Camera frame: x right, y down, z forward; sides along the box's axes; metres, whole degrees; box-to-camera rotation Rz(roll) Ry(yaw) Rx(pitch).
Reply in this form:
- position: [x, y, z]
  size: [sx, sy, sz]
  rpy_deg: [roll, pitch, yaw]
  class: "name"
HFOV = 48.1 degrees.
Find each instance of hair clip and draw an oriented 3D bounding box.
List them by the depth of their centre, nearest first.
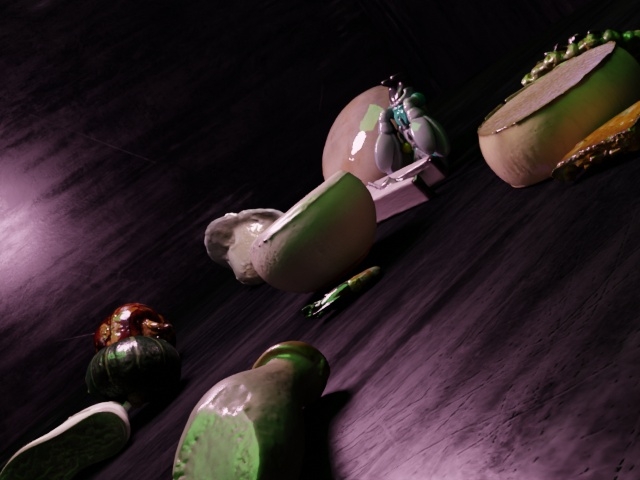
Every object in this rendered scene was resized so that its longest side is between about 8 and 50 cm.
- position: [0.159, -0.107, 1.697]
  size: [0.330, 0.085, 0.101]
  rpy_deg: [-20, 38, 53]
  class: "hair clip"

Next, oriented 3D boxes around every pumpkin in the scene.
- position: [-0.413, 0.298, 1.599]
  size: [0.211, 0.152, 0.212]
  rpy_deg: [-23, -24, -11]
  class: "pumpkin"

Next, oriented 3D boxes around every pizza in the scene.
- position: [0.398, -0.137, 0.953]
  size: [0.178, 0.041, 0.131]
  rpy_deg: [-38, 5, -6]
  class: "pizza"

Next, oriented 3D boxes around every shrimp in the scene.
- position: [0.039, 0.097, 1.275]
  size: [0.161, 0.034, 0.091]
  rpy_deg: [-32, -5, -10]
  class: "shrimp"

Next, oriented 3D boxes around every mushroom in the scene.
- position: [-0.068, 0.202, 0.767]
  size: [0.128, 0.128, 0.350]
  rpy_deg: [-35, 3, 16]
  class: "mushroom"
- position: [0.175, -0.237, 1.937]
  size: [0.362, 0.294, 0.362]
  rpy_deg: [-48, 27, 34]
  class: "mushroom"

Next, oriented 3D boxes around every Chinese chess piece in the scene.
- position: [0.382, -0.201, 1.147]
  size: [0.270, 0.112, 0.270]
  rpy_deg: [-37, 8, 6]
  class: "Chinese chess piece"

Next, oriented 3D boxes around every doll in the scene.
- position: [0.201, -0.249, 1.695]
  size: [0.153, 0.258, 0.195]
  rpy_deg: [-26, -22, -32]
  class: "doll"

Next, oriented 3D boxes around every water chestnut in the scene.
- position: [-0.493, 0.277, 1.944]
  size: [0.238, 0.224, 0.224]
  rpy_deg: [-23, 14, 35]
  class: "water chestnut"

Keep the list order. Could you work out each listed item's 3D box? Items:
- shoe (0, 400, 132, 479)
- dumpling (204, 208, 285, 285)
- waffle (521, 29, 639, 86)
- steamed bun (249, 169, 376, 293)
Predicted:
- position: [-0.518, 0.430, 1.506]
  size: [0.316, 0.124, 0.159]
  rpy_deg: [-31, 9, 9]
  class: "shoe"
- position: [-0.188, 0.025, 2.188]
  size: [0.321, 0.212, 0.270]
  rpy_deg: [-49, -33, 16]
  class: "dumpling"
- position: [0.493, -0.317, 1.282]
  size: [0.207, 0.054, 0.214]
  rpy_deg: [3, -15, -21]
  class: "waffle"
- position: [0.000, 0.000, 1.453]
  size: [0.283, 0.177, 0.283]
  rpy_deg: [-39, 4, 3]
  class: "steamed bun"
